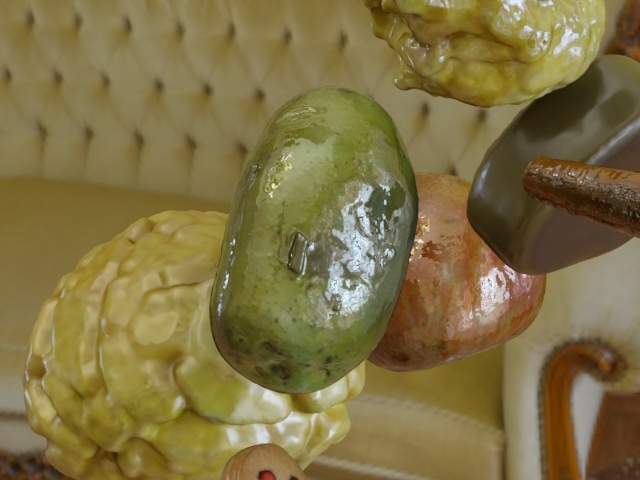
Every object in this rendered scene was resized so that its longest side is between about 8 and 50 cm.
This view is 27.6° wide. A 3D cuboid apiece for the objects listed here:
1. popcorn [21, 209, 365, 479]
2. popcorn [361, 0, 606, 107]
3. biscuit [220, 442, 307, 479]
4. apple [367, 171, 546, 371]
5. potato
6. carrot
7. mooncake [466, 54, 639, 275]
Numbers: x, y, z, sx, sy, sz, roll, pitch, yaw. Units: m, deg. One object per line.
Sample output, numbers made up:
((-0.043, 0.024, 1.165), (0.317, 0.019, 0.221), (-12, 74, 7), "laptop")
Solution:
((-0.145, 0.129, 1.510), (0.390, 0.354, 0.344), (-3, 75, -22), "popcorn")
((0.152, -0.216, 1.165), (0.253, 0.191, 0.190), (-25, 54, -30), "popcorn")
((-0.026, 0.270, 0.980), (0.036, 0.165, 0.250), (-29, 55, 34), "biscuit")
((0.148, 0.030, 1.730), (0.301, 0.301, 0.301), (-6, 34, 4), "apple")
((-0.001, 0.000, 1.046), (0.148, 0.197, 0.228), (3, 50, 29), "potato")
((0.230, -0.033, 1.014), (0.161, 0.055, 0.055), (15, 41, 40), "carrot")
((0.258, -0.080, 1.275), (0.235, 0.235, 0.117), (-24, 55, -21), "mooncake")
